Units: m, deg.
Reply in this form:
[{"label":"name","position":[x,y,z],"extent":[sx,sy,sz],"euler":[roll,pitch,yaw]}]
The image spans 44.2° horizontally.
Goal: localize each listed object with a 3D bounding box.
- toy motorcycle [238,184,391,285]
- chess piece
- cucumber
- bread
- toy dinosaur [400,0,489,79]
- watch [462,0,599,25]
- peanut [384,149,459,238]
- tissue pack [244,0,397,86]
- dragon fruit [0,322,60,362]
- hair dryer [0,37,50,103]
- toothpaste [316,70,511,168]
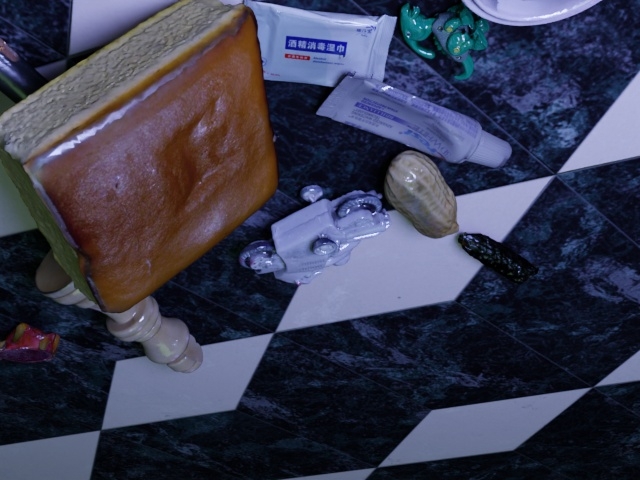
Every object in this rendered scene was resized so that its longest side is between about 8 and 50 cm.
[{"label":"toy motorcycle","position":[0.000,0.000,1.303],"extent":[0.260,0.110,0.171],"euler":[-25,152,19]},{"label":"chess piece","position":[-0.353,0.145,1.481],"extent":[0.117,0.117,0.397],"euler":[-17,140,21]},{"label":"cucumber","position":[0.305,0.028,1.366],"extent":[0.181,0.053,0.053],"euler":[28,134,-28]},{"label":"bread","position":[-0.208,-0.103,1.002],"extent":[0.143,0.333,0.323],"euler":[35,155,27]},{"label":"toy dinosaur","position":[0.161,-0.258,1.005],"extent":[0.096,0.059,0.132],"euler":[-15,131,32]},{"label":"watch","position":[0.254,-0.326,0.812],"extent":[0.244,0.196,0.231],"euler":[-4,149,0]},{"label":"peanut","position":[0.157,-0.063,1.223],"extent":[0.093,0.083,0.194],"euler":[-16,139,21]},{"label":"tissue pack","position":[-0.006,-0.252,1.031],"extent":[0.193,0.026,0.122],"euler":[4,141,-4]},{"label":"dragon fruit","position":[-0.596,0.207,1.602],"extent":[0.126,0.068,0.112],"euler":[7,154,-27]},{"label":"hair dryer","position":[-0.404,-0.236,1.013],"extent":[0.189,0.107,0.352],"euler":[-26,129,26]},{"label":"toothpaste","position":[0.142,-0.162,1.109],"extent":[0.282,0.068,0.099],"euler":[15,125,-19]}]
